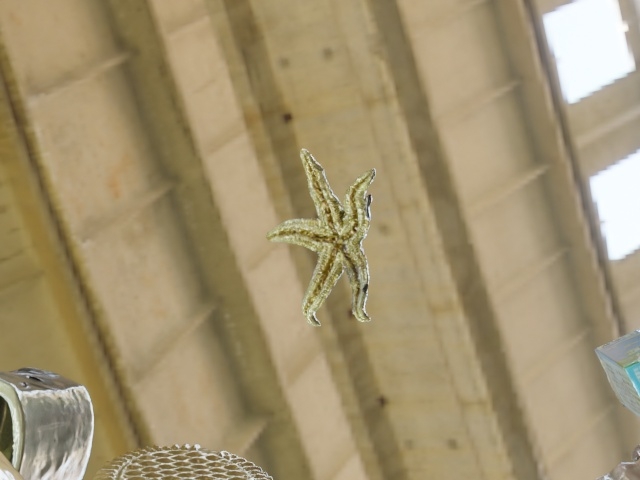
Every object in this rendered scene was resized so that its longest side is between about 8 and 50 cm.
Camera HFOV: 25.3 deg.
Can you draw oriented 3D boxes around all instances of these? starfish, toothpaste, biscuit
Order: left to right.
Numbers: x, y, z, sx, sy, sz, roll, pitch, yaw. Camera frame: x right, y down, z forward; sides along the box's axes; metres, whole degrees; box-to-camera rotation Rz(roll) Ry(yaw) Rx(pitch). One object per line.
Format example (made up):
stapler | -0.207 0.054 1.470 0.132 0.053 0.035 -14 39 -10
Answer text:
biscuit | -0.164 0.324 1.742 0.259 0.259 0.079 -13 -62 -50
starfish | 0.000 0.000 1.595 0.053 0.176 0.208 -11 -72 -48
toothpaste | 0.294 0.124 1.287 0.267 0.050 0.065 12 -127 -84

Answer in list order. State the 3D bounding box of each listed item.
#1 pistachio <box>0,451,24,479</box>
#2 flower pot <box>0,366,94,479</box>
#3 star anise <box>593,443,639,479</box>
pistachio | -0.171 0.109 0.497 0.200 0.145 0.117 33 -136 -62
flower pot | -0.255 0.195 1.028 0.229 0.103 0.108 -62 -19 6
star anise | 0.353 0.212 1.349 0.093 0.236 0.229 55 -158 -9
